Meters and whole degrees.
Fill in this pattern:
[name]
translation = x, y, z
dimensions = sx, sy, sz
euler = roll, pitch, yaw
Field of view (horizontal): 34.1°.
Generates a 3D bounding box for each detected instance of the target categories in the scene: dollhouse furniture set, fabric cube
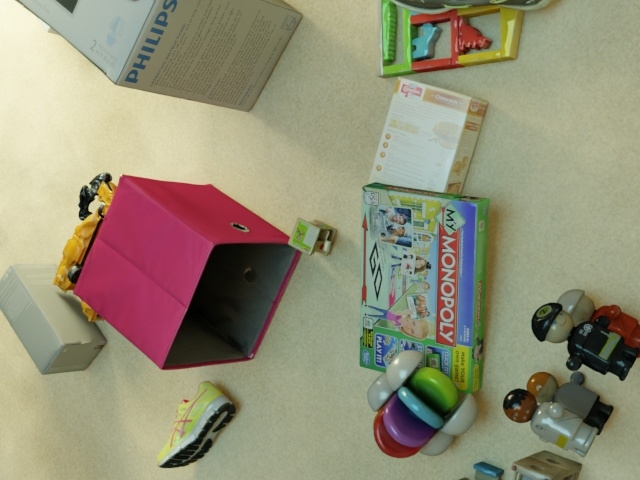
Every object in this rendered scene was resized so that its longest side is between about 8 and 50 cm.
[dollhouse furniture set]
translation = 0.279, 0.382, 1.605
dimensions = 0.184, 0.129, 0.129
euler = 16, 98, 34
[fabric cube]
translation = -0.238, 0.053, 1.893
dimensions = 0.258, 0.254, 0.259
euler = 35, 108, 32

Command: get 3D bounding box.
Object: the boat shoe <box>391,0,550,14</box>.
[boat shoe]
translation = 0.218, -0.418, 1.650
dimensions = 0.305, 0.091, 0.109
euler = 10, 93, 34

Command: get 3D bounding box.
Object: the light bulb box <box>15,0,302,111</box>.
[light bulb box]
translation = -0.298, -0.430, 1.879
dimensions = 0.358, 0.361, 0.225
euler = 40, 110, 29

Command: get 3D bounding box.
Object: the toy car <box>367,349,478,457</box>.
[toy car]
translation = 0.146, 0.277, 1.660
dimensions = 0.159, 0.136, 0.182
euler = 41, 139, 7

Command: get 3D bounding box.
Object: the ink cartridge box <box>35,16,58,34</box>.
[ink cartridge box]
translation = -0.528, -0.557, 2.202
dimensions = 0.212, 0.093, 0.154
euler = -49, 65, 25

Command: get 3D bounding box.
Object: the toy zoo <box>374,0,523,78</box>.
[toy zoo]
translation = 0.222, -0.381, 1.722
dimensions = 0.293, 0.030, 0.192
euler = -2, 87, 34

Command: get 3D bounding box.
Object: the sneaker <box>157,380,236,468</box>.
[sneaker]
translation = -0.248, 0.354, 2.004
dimensions = 0.208, 0.081, 0.094
euler = -48, 57, 16

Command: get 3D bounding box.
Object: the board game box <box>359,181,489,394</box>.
[board game box]
translation = 0.164, 0.075, 1.699
dimensions = 0.214, 0.046, 0.317
euler = 10, 108, 35

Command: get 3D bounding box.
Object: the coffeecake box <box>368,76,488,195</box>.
[coffeecake box]
translation = 0.176, -0.161, 1.724
dimensions = 0.142, 0.068, 0.185
euler = 22, 101, 32

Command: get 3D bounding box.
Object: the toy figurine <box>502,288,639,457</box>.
[toy figurine]
translation = 0.362, 0.186, 1.504
dimensions = 0.148, 0.213, 0.209
euler = 28, 109, 19

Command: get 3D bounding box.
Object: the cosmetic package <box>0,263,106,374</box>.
[cosmetic package]
translation = -0.571, 0.162, 2.194
dimensions = 0.107, 0.127, 0.238
euler = -48, 63, 23

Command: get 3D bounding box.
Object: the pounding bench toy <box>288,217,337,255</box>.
[pounding bench toy]
translation = 0.000, 0.000, 1.843
dimensions = 0.083, 0.065, 0.052
euler = 27, 103, 32

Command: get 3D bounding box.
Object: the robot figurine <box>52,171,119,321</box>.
[robot figurine]
translation = -0.436, 0.007, 2.129
dimensions = 0.211, 0.085, 0.291
euler = 39, 111, 28
